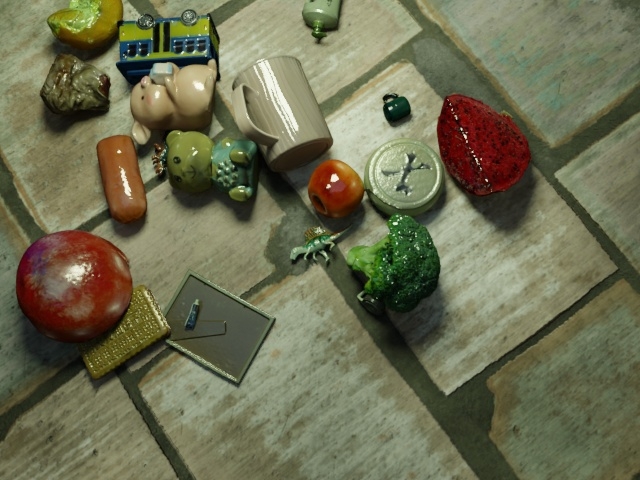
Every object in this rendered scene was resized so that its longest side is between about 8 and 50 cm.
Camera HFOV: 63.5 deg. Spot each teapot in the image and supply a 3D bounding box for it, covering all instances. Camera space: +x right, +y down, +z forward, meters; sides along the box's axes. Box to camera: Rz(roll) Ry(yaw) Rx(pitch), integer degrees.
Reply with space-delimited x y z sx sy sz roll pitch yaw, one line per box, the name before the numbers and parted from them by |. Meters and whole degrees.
teapot | 0.147 0.163 1.433 0.088 0.066 0.057 26 61 30

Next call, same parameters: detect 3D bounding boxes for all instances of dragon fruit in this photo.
dragon fruit | 0.458 -0.249 1.457 0.205 0.152 0.317 -11 69 -19

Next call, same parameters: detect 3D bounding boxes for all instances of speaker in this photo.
speaker | 0.218 -0.402 1.529 0.075 0.060 0.094 -26 79 -3

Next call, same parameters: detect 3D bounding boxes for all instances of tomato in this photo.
tomato | -0.685 0.101 1.414 0.289 0.176 0.335 -15 69 -2

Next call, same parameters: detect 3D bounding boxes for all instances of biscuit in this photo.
biscuit | -0.562 0.255 1.455 0.254 0.029 0.172 -34 72 -2

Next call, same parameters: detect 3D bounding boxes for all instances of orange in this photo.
orange | -0.694 -0.679 1.573 0.179 0.158 0.237 28 78 46

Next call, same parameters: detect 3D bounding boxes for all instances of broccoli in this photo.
broccoli | 0.195 0.063 1.379 0.269 0.269 0.254 23 72 7

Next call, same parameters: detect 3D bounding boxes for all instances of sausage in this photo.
sausage | -0.576 -0.172 1.507 0.113 0.113 0.259 -16 78 0

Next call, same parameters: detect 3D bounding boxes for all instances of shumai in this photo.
shumai | -0.732 -0.449 1.567 0.185 0.218 0.184 24 84 -32

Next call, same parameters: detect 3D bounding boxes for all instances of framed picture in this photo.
framed picture | -0.302 0.241 1.459 0.289 0.020 0.211 28 82 7

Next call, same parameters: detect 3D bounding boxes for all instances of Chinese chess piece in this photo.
Chinese chess piece | 0.236 -0.175 1.471 0.237 0.092 0.238 -1 81 3

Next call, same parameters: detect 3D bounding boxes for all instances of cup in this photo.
cup | -0.110 -0.357 1.430 0.208 0.288 0.273 -24 82 7

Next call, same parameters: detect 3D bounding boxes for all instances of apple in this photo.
apple | 0.039 -0.140 1.442 0.163 0.163 0.139 41 76 9

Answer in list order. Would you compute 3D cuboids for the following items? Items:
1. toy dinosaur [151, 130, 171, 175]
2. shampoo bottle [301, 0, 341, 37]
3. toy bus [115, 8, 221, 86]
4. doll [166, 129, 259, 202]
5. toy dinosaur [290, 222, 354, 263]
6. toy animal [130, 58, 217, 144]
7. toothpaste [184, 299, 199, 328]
toy dinosaur | -0.472 -0.263 1.546 0.055 0.049 0.154 8 72 -5
shampoo bottle | 0.008 -0.733 1.588 0.118 0.087 0.234 10 80 3
toy bus | -0.454 -0.573 1.559 0.287 0.138 0.175 -4 78 2
doll | -0.309 -0.216 1.471 0.260 0.161 0.177 6 119 3
toy dinosaur | 0.000 -0.002 1.480 0.106 0.044 0.187 33 84 24
toy animal | -0.421 -0.406 1.486 0.256 0.213 0.195 2 57 -2
toothpaste | -0.358 0.206 1.451 0.027 0.019 0.083 17 85 -11
